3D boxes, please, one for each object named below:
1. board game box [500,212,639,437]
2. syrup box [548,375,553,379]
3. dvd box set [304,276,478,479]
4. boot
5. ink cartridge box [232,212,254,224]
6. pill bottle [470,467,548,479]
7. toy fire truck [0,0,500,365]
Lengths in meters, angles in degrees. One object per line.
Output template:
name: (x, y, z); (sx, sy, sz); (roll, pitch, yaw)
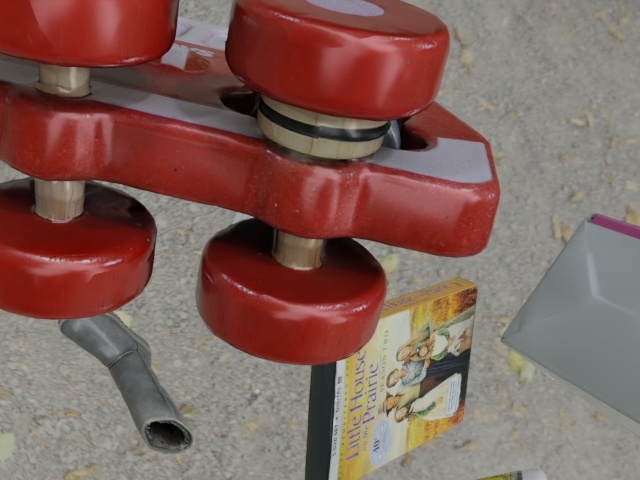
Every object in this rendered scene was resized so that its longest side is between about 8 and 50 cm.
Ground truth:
board game box: (0.277, 0.121, 0.432); (0.303, 0.224, 0.097); (35, 90, -27)
syrup box: (0.457, 0.129, 1.515); (0.237, 0.093, 0.096); (-50, 138, 2)
dvd box set: (0.141, 0.255, 1.530); (0.420, 0.062, 0.307); (-12, 111, -46)
boot: (-0.280, 0.199, 1.183); (0.076, 0.208, 0.189); (-43, 132, 12)
ink cartridge box: (-0.055, 0.059, 1.258); (0.100, 0.237, 0.172); (13, 103, -39)
pill bottle: (0.159, 0.430, 1.106); (0.334, 0.188, 0.188); (-16, 94, 12)
toy fire truck: (-0.053, -0.078, 0.470); (0.302, 0.254, 0.169); (11, 118, 0)
